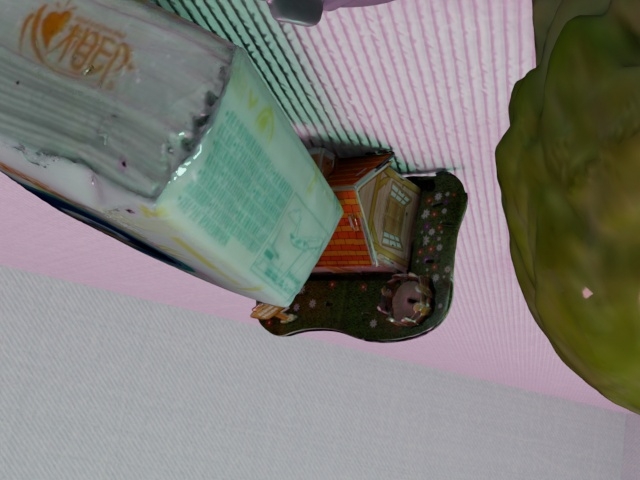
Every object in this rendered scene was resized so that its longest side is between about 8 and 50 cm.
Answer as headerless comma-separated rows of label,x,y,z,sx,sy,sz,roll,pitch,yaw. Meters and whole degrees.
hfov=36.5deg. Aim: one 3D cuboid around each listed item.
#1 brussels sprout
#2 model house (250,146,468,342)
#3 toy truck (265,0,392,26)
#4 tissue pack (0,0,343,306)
brussels sprout,0.236,-0.029,0.468,0.328,0.247,0.328,7,134,7
model house,0.001,-0.001,1.126,0.294,0.207,0.154,-2,160,40
toy truck,0.064,-0.197,0.360,0.175,0.146,0.367,13,167,-35
tissue pack,-0.161,-0.082,0.882,0.287,0.162,0.388,23,171,16
